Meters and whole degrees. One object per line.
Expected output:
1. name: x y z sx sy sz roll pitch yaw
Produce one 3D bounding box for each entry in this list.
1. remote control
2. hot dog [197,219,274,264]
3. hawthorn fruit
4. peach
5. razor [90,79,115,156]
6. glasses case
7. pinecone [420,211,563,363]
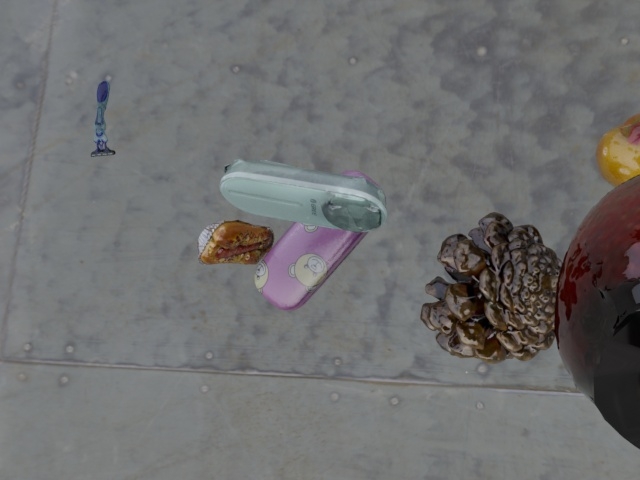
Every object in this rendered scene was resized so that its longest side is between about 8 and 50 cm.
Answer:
1. remote control: -0.024 -0.065 0.860 0.247 0.104 0.052 11 62 8
2. hot dog: -0.170 0.008 1.217 0.059 0.191 0.108 43 113 29
3. hawthorn fruit: 0.365 0.060 0.556 0.316 0.316 0.315 -3 77 13
4. peach: 0.527 -0.138 0.969 0.138 0.138 0.138 -3 77 13
5. razor: -0.395 -0.227 1.076 0.044 0.028 0.154 -4 73 0
6. glasses case: 0.000 0.000 1.175 0.123 0.076 0.316 42 91 15
7. pinecone: 0.285 0.088 1.000 0.244 0.309 0.244 10 63 -20
